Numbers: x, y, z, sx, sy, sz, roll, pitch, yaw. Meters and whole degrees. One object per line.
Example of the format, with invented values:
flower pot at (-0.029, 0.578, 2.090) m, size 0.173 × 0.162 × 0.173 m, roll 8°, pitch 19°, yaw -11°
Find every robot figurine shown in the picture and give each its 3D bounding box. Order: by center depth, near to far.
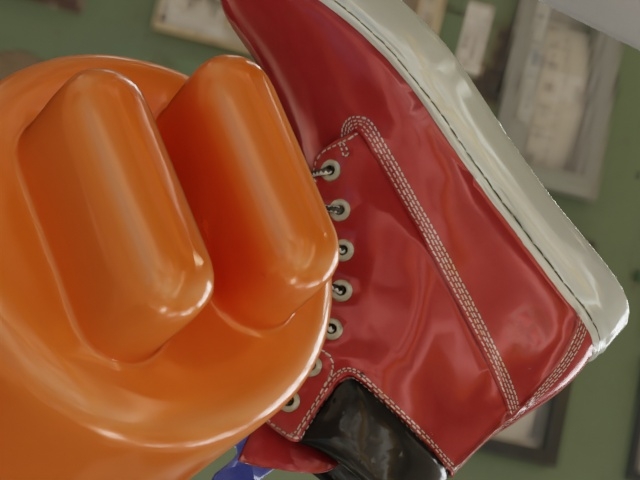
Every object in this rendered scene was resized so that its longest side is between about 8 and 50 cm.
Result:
robot figurine at (-0.079, 0.027, 0.448) m, size 0.219 × 0.128 × 0.158 m, roll -40°, pitch -164°, yaw 48°

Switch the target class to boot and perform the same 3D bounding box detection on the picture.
boot at (0.000, 0.000, 0.620) m, size 0.176 × 0.244 × 0.088 m, roll -39°, pitch -178°, yaw -18°

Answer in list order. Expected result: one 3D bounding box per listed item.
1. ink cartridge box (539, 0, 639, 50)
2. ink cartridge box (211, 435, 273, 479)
ink cartridge box at (0.303, -0.169, 0.660) m, size 0.395 × 0.285 × 0.166 m, roll 37°, pitch -41°, yaw 40°
ink cartridge box at (-0.139, 0.111, 1.066) m, size 0.324 × 0.330 × 0.071 m, roll -37°, pitch -150°, yaw -13°
